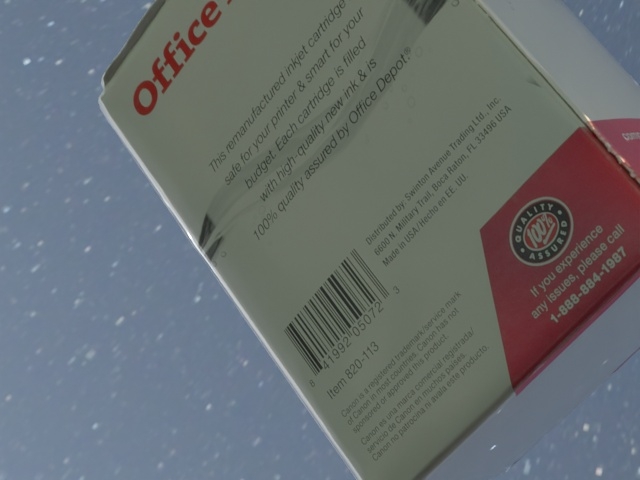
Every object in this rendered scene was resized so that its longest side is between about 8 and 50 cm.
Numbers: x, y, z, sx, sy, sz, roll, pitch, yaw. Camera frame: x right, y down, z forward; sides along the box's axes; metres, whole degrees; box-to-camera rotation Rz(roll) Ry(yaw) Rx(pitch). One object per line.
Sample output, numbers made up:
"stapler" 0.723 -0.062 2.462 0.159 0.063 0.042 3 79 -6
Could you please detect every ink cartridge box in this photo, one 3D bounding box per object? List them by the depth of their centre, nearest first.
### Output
"ink cartridge box" 0.043 -0.043 0.707 0.207 0.117 0.283 -49 -116 28
